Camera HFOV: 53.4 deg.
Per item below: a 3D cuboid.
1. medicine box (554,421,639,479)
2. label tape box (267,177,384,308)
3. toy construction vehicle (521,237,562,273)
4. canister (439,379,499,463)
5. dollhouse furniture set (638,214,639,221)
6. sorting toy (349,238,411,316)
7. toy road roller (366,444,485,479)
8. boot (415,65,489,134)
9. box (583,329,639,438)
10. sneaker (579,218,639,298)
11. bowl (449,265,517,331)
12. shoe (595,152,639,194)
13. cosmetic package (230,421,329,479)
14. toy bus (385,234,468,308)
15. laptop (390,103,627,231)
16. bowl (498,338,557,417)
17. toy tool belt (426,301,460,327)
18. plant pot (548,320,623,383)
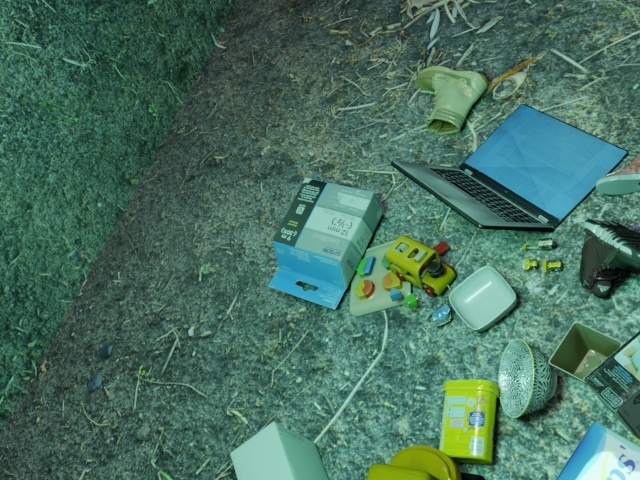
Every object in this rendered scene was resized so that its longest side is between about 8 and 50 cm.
[{"bbox_3d":[0.552,0.516,1.103,0.289,0.149,0.263,29,80,46],"label":"medicine box"},{"bbox_3d":[0.000,0.000,1.886,0.249,0.115,0.347,16,68,31],"label":"label tape box"},{"bbox_3d":[0.543,0.041,1.554,0.098,0.035,0.085,-10,65,37],"label":"toy construction vehicle"},{"bbox_3d":[0.329,0.404,1.419,0.126,0.073,0.169,-14,53,42],"label":"canister"},{"bbox_3d":[0.777,0.010,1.283,0.242,0.161,0.212,-15,51,31],"label":"dollhouse furniture set"},{"bbox_3d":[0.167,0.100,1.809,0.193,0.038,0.208,-19,50,28],"label":"sorting toy"},{"bbox_3d":[0.187,0.583,1.283,0.203,0.240,0.329,-5,57,37],"label":"toy road roller"},{"bbox_3d":[0.373,-0.438,2.002,0.262,0.095,0.203,21,76,42],"label":"boot"},{"bbox_3d":[0.663,0.229,1.213,0.290,0.169,0.087,-44,40,7],"label":"box"},{"bbox_3d":[0.636,0.061,1.356,0.281,0.107,0.162,-82,0,-75],"label":"sneaker"},{"bbox_3d":[0.404,0.149,1.567,0.142,0.053,0.142,-40,44,8],"label":"bowl"},{"bbox_3d":[0.749,-0.165,1.513,0.178,0.063,0.081,-9,53,28],"label":"shoe"},{"bbox_3d":[-0.060,0.636,1.483,0.155,0.197,0.365,-38,44,10],"label":"cosmetic package"},{"bbox_3d":[0.269,0.065,1.675,0.202,0.104,0.190,-14,47,14],"label":"toy bus"},{"bbox_3d":[0.475,-0.211,1.652,0.382,0.408,0.236,45,126,48],"label":"laptop"},{"bbox_3d":[0.455,0.301,1.372,0.170,0.080,0.170,-171,90,-83],"label":"bowl"},{"bbox_3d":[0.313,0.182,1.618,0.083,0.051,0.052,-39,43,10],"label":"toy tool belt"},{"bbox_3d":[0.564,0.253,1.326,0.109,0.096,0.109,28,79,48],"label":"plant pot"}]
